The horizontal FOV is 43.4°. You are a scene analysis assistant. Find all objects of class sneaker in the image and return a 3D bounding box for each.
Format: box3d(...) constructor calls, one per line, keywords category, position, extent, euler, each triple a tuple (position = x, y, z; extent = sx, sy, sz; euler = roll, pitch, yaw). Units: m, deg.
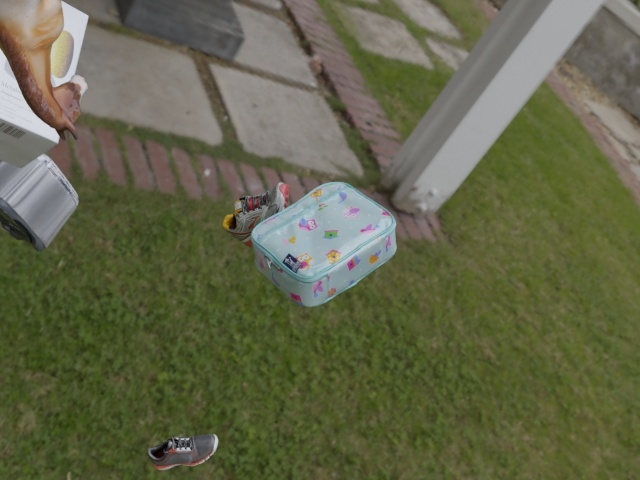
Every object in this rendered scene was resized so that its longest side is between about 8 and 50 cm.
box3d(category="sneaker", position=(-0.297, 0.446, 1.716), extent=(0.065, 0.158, 0.061), euler=(63, 8, -46))
box3d(category="sneaker", position=(-0.145, -0.062, 1.808), extent=(0.093, 0.225, 0.088), euler=(28, 48, -22))

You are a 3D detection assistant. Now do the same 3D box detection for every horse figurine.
box3d(category="horse figurine", position=(-0.234, -0.219, 0.611), extent=(0.066, 0.263, 0.174), euler=(6, 64, 7))

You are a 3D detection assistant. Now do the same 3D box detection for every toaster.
box3d(category="toaster", position=(-0.610, -0.095, 1.671), extent=(0.129, 0.227, 0.146), euler=(23, 65, 27))

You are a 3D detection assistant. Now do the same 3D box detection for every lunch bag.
box3d(category="lunch bag", position=(0.000, 0.000, 1.669), extent=(0.279, 0.108, 0.224), euler=(-31, 52, -25))

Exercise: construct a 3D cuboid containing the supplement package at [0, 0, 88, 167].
box3d(category="supplement package", position=(-0.478, -0.263, 1.264), extent=(0.139, 0.134, 0.244), euler=(24, 60, -39))
